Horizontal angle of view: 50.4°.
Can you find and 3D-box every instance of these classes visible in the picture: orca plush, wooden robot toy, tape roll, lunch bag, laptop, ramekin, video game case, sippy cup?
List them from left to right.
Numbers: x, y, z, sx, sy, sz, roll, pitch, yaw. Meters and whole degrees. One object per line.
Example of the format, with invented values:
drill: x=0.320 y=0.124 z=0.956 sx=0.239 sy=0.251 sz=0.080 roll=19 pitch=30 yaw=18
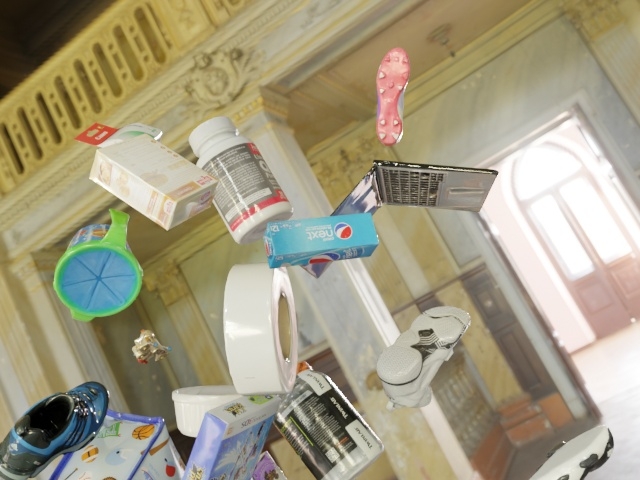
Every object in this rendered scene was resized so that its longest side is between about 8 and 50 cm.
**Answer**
sippy cup: x=-0.641 y=0.067 z=1.967 sx=0.306 sy=0.240 sz=0.224 roll=-31 pitch=30 yaw=-1
lunch bag: x=-0.436 y=0.613 z=1.441 sx=0.239 sy=0.327 sz=0.385 roll=1 pitch=36 yaw=24
wooden robot toy: x=-0.463 y=0.273 z=1.799 sx=0.076 sy=0.079 sz=0.173 roll=-37 pitch=-19 yaw=-1
ramekin: x=-0.317 y=0.520 z=2.077 sx=0.273 sy=0.127 sz=0.273 roll=1 pitch=-6 yaw=0
video game case: x=-0.204 y=0.476 z=1.481 sx=0.244 sy=0.061 sz=0.269 roll=1 pitch=-69 yaw=-66
tape roll: x=-0.121 y=0.187 z=1.444 sx=0.100 sy=0.286 sz=0.286 roll=-5 pitch=-9 yaw=7
laptop: x=0.179 y=-0.024 z=1.593 sx=0.408 sy=0.236 sz=0.382 roll=5 pitch=-8 yaw=8
orca plush: x=0.535 y=0.518 z=1.449 sx=0.287 sy=0.102 sz=0.151 roll=-30 pitch=-3 yaw=-33

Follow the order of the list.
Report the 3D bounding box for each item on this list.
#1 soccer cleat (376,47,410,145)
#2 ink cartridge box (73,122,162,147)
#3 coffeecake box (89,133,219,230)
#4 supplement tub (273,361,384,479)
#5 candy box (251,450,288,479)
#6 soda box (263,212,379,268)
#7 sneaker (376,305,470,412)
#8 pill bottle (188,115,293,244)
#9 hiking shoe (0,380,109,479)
soccer cleat: x=0.184 y=-0.369 z=1.759 sx=0.083 sy=0.247 sz=0.095 roll=4 pitch=6 yaw=4
ink cartridge box: x=-0.643 y=-0.340 z=2.177 sx=0.181 sy=0.225 sz=0.056 roll=-76 pitch=5 yaw=-63
coffeecake box: x=-0.308 y=-0.114 z=1.275 sx=0.142 sy=0.186 sz=0.068 roll=-39 pitch=-21 yaw=-57
supplement tub: x=0.001 y=0.522 z=1.925 sx=0.207 sy=0.338 sz=0.207 roll=-36 pitch=-20 yaw=-15
candy box: x=-0.165 y=0.802 z=2.174 sx=0.070 sy=0.196 sz=0.165 roll=-37 pitch=-1 yaw=16
soda box: x=0.000 y=0.000 z=1.316 sx=0.210 sy=0.071 sz=0.067 roll=-6 pitch=-24 yaw=-16
sneaker: x=0.306 y=0.354 z=2.017 sx=0.366 sy=0.137 sz=0.210 roll=-33 pitch=-45 yaw=-31
pill bottle: x=-0.220 y=-0.164 z=1.803 sx=0.176 sy=0.318 sz=0.176 roll=-30 pitch=-12 yaw=-7
hiking shoe: x=-0.486 y=0.343 z=1.308 sx=0.132 sy=0.113 sz=0.304 roll=-53 pitch=-2 yaw=20
